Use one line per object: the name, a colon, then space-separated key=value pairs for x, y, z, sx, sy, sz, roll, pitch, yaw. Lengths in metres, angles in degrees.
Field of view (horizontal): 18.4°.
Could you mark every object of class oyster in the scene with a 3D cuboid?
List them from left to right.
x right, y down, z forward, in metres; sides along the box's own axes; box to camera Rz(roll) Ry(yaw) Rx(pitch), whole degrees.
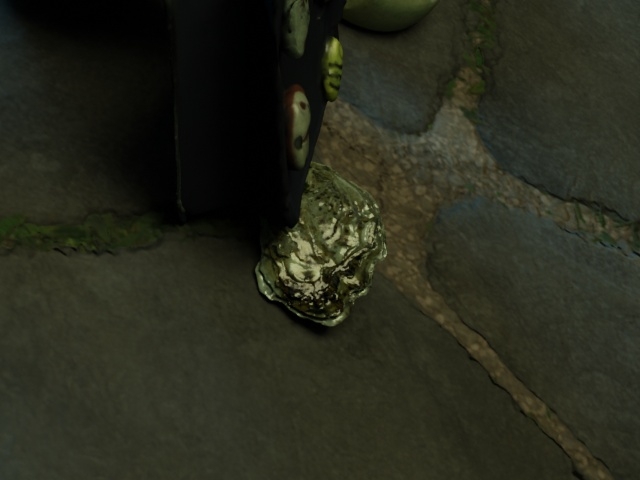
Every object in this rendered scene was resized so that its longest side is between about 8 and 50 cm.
oyster: x=0.000 y=0.000 z=1.839 sx=0.125 sy=0.064 sz=0.177 roll=20 pitch=54 yaw=1

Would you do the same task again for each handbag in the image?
handbag: x=-0.043 y=-0.212 z=1.801 sx=0.122 sy=0.303 sz=0.329 roll=8 pitch=41 yaw=10

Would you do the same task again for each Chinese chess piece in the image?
Chinese chess piece: x=0.051 y=-0.312 z=2.128 sx=0.188 sy=0.083 sz=0.188 roll=22 pitch=43 yaw=-22
